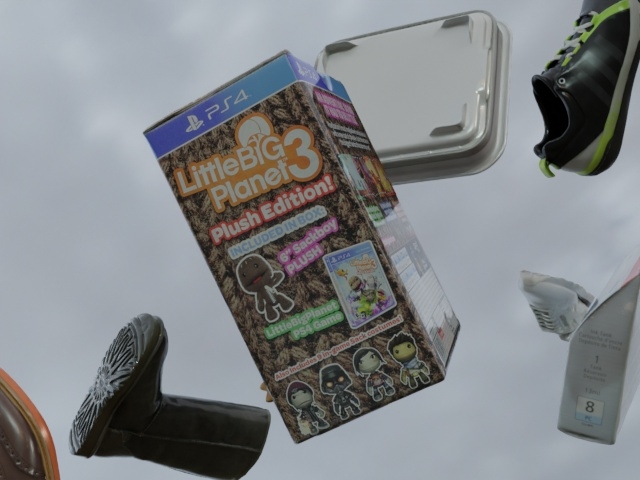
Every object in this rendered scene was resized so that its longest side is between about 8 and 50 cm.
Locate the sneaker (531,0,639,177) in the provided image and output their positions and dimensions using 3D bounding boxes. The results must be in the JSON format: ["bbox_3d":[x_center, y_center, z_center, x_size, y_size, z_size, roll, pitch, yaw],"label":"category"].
[{"bbox_3d":[0.280,-0.182,0.894,0.097,0.084,0.235,8,-93,-13],"label":"sneaker"}]

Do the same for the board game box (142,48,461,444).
[{"bbox_3d":[0.000,0.000,0.772,0.141,0.232,0.291,-26,-92,13],"label":"board game box"}]

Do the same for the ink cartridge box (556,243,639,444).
[{"bbox_3d":[0.442,0.057,1.219,0.091,0.308,0.385,10,-71,28],"label":"ink cartridge box"}]

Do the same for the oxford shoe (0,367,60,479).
[{"bbox_3d":[-0.292,0.230,0.761,0.098,0.271,0.097,-17,-25,-38],"label":"oxford shoe"}]

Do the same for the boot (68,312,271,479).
[{"bbox_3d":[-0.138,0.177,0.884,0.208,0.076,0.190,21,-65,-30],"label":"boot"}]

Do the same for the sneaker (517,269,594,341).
[{"bbox_3d":[0.406,0.114,1.444,0.235,0.090,0.095,25,-93,-47],"label":"sneaker"}]

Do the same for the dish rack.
[{"bbox_3d":[0.113,-0.219,1.248,0.332,0.286,0.072,-5,-30,27],"label":"dish rack"}]

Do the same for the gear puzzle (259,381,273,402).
[{"bbox_3d":[-0.015,0.103,1.322,0.175,0.339,0.044,-3,-27,34],"label":"gear puzzle"}]
